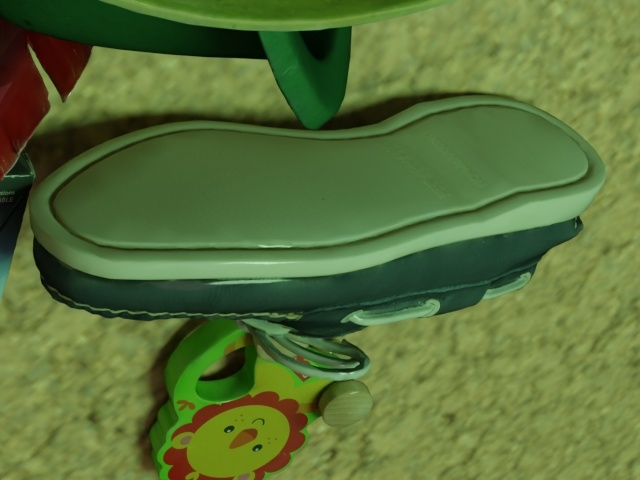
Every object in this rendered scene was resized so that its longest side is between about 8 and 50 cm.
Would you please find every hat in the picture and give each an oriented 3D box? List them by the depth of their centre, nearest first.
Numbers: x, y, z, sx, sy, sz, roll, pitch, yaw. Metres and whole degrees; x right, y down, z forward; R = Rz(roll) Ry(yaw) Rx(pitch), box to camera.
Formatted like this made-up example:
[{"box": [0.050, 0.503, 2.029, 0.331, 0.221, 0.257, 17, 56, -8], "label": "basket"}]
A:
[{"box": [-0.095, -0.099, 0.530, 0.183, 0.208, 0.173, -7, 163, 12], "label": "hat"}]

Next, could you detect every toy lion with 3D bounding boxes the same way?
[{"box": [-0.034, 0.069, 0.781, 0.096, 0.034, 0.100, -32, 140, 6], "label": "toy lion"}]

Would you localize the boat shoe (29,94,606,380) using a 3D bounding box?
[{"box": [0.000, 0.000, 0.690, 0.254, 0.095, 0.079, -14, 137, -43], "label": "boat shoe"}]

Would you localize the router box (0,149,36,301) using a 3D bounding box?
[{"box": [-0.165, 0.005, 0.620, 0.122, 0.038, 0.092, -4, 129, -33], "label": "router box"}]

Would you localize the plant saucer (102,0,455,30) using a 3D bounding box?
[{"box": [0.002, -0.158, 0.375, 0.241, 0.037, 0.241, -9, 126, -13], "label": "plant saucer"}]
